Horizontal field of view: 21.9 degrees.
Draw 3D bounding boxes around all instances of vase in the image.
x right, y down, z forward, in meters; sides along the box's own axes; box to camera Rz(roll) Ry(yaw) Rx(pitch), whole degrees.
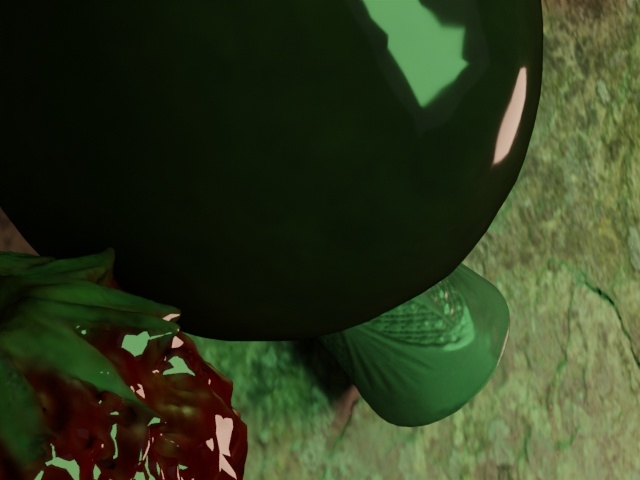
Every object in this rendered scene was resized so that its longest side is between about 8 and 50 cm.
[{"bbox_3d":[0.000,0.000,0.847,0.219,0.096,0.096,44,47,-34],"label":"vase"}]

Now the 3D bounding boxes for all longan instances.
[{"bbox_3d":[-0.030,-0.074,0.649,0.215,0.246,0.246,32,53,-63],"label":"longan"}]

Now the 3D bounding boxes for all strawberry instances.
[{"bbox_3d":[-0.119,0.129,0.578,0.205,0.205,0.244,-37,132,-52],"label":"strawberry"}]
